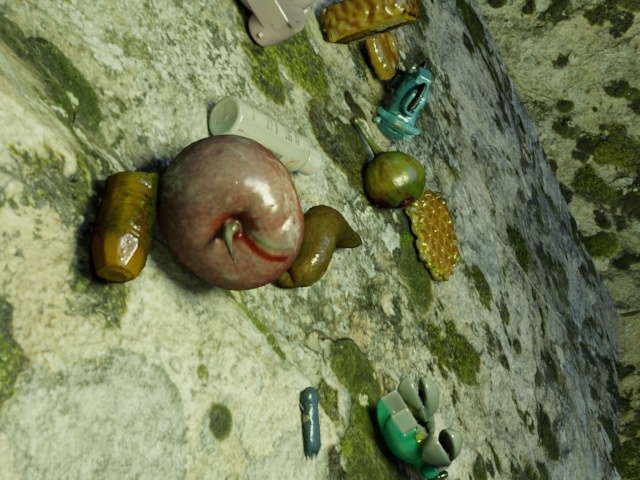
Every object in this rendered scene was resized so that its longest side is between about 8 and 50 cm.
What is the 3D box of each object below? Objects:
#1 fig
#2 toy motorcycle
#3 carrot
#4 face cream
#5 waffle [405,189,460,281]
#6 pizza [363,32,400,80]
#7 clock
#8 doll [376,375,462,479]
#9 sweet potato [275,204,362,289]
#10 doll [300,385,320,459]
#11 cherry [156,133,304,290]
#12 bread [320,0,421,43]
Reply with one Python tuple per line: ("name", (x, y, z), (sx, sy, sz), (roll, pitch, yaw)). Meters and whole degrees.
("fig", (0.144, -0.188, 1.795), (0.149, 0.149, 0.245), (-1, 56, -59))
("toy motorcycle", (0.221, -0.357, 1.942), (0.123, 0.182, 0.272), (30, 30, -9))
("carrot", (-0.268, -0.026, 1.037), (0.082, 0.082, 0.173), (36, 45, -45))
("face cream", (-0.091, -0.184, 1.411), (0.269, 0.082, 0.082), (23, 56, -52))
("waffle", (0.299, -0.014, 1.997), (0.243, 0.059, 0.238), (-31, 105, -57))
("pizza", (0.158, -0.510, 2.009), (0.154, 0.069, 0.194), (64, 25, -14))
("clock", (-0.109, -0.585, 1.565), (0.295, 0.113, 0.322), (56, 32, -25))
("doll", (0.204, 0.382, 1.547), (0.195, 0.153, 0.258), (55, -5, 26))
("sweet potato", (-0.001, -0.002, 1.449), (0.310, 0.098, 0.124), (-38, 128, -60))
("doll", (-0.016, 0.318, 1.323), (0.037, 0.027, 0.125), (24, 58, -51))
("cherry", (-0.134, -0.044, 1.142), (0.285, 0.213, 0.236), (-94, 176, -58))
("bread", (0.121, -0.539, 1.812), (0.181, 0.222, 0.096), (-30, 105, -69))
